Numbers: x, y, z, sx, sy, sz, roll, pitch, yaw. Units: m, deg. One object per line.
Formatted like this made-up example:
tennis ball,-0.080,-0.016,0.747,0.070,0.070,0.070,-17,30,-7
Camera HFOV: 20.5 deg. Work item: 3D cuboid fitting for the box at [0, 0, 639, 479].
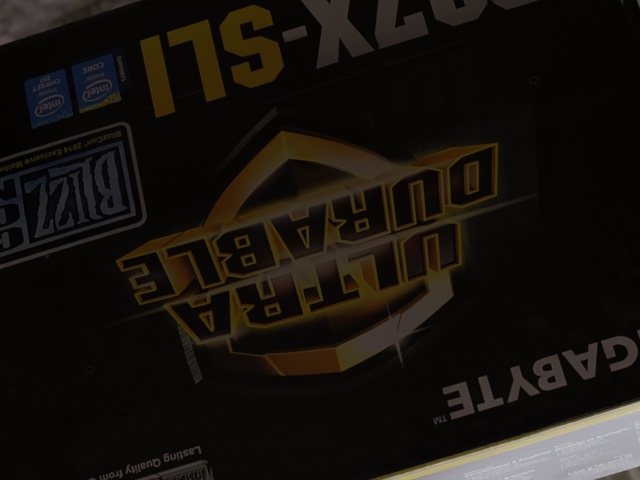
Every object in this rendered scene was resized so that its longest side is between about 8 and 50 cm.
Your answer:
box,0.000,0.000,0.767,0.322,0.079,0.257,-17,-119,5
